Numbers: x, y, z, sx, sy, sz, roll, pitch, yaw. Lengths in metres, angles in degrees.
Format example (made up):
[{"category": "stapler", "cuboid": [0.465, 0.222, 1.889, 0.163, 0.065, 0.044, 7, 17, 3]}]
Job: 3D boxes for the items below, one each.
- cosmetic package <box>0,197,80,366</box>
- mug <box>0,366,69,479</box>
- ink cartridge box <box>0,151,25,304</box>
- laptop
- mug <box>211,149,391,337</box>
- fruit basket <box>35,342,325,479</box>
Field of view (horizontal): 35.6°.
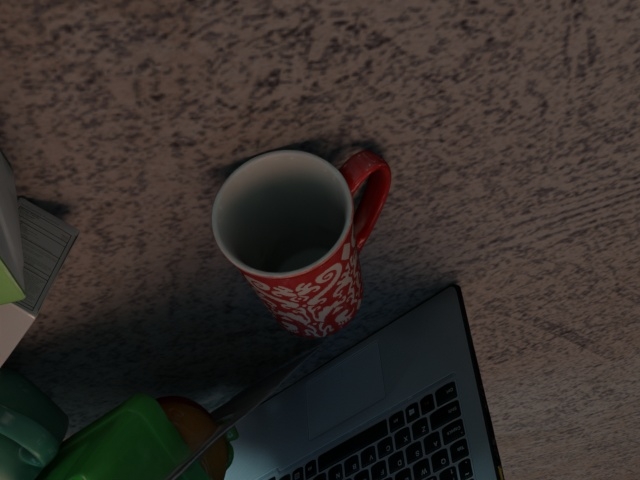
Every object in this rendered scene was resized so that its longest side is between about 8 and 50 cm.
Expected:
[{"category": "cosmetic package", "cuboid": [-0.285, 0.075, 0.825, 0.060, 0.099, 0.239, 32, 130, -14]}, {"category": "mug", "cuboid": [-0.315, 0.179, 0.959, 0.157, 0.129, 0.097, -33, 112, 20]}, {"category": "ink cartridge box", "cuboid": [-0.393, -0.011, 0.625, 0.353, 0.119, 0.207, -14, 149, -3]}, {"category": "laptop", "cuboid": [-0.044, 0.241, 0.971, 0.382, 0.408, 0.236, -35, 130, 28]}, {"category": "mug", "cuboid": [0.000, 0.009, 0.852, 0.150, 0.113, 0.169, -15, 153, 2]}, {"category": "fruit basket", "cuboid": [-0.171, 0.248, 1.039, 0.327, 0.165, 0.353, -33, 175, 27]}]
